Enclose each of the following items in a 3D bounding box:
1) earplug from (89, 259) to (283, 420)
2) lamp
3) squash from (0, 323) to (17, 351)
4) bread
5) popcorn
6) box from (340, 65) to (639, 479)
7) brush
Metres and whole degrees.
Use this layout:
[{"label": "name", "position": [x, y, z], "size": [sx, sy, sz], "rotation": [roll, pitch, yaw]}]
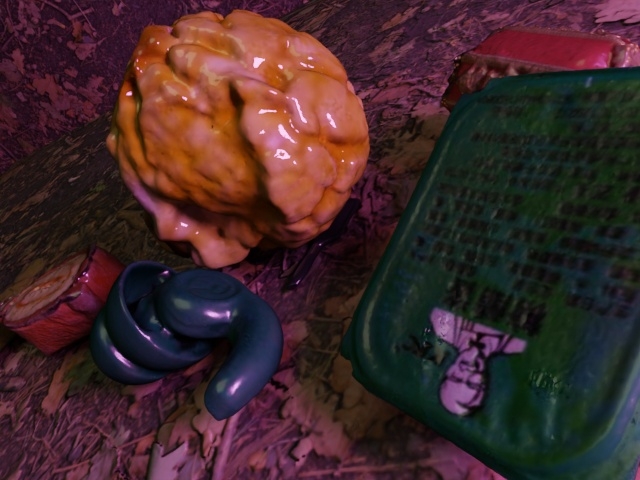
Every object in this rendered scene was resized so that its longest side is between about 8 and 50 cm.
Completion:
[{"label": "earplug", "position": [-0.187, 0.133, 0.661], "size": [0.280, 0.164, 0.257], "rotation": [-34, 68, 22]}, {"label": "lamp", "position": [0.270, -0.164, 0.595], "size": [0.177, 0.177, 0.274], "rotation": [-37, 36, -3]}, {"label": "squash", "position": [-0.738, 0.181, 1.002], "size": [0.189, 0.189, 0.260], "rotation": [10, 59, 47]}, {"label": "bread", "position": [-0.467, 0.112, 0.913], "size": [0.244, 0.123, 0.190], "rotation": [-23, 34, 16]}, {"label": "popcorn", "position": [-0.112, -0.148, 0.723], "size": [0.390, 0.344, 0.354], "rotation": [-19, 7, 31]}, {"label": "box", "position": [0.190, 0.018, 0.429], "size": [0.264, 0.106, 0.336], "rotation": [19, 81, 52]}, {"label": "brush", "position": [0.000, 0.000, 0.748], "size": [0.063, 0.016, 0.193], "rotation": [-4, 44, 40]}]
